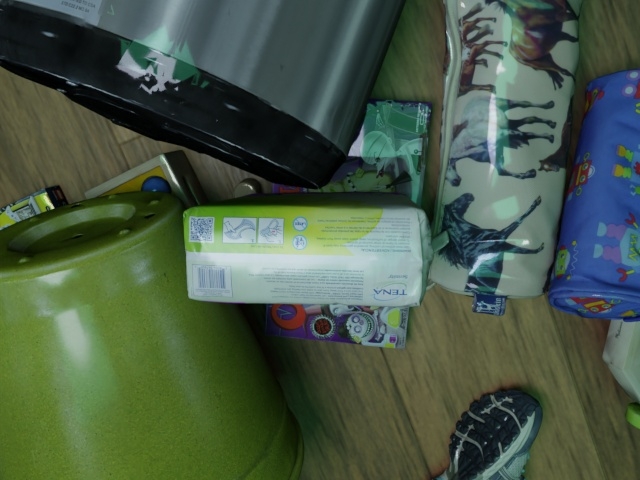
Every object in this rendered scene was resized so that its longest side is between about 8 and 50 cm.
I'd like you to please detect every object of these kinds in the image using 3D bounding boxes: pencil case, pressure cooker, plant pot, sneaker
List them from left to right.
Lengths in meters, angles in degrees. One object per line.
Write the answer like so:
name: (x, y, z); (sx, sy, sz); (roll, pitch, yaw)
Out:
plant pot: (-0.230, 0.140, 0.693); (0.366, 0.366, 0.353); (-8, 111, 7)
pressure cooker: (-0.078, -0.295, 0.584); (0.369, 0.375, 0.421); (20, 91, -18)
sneaker: (0.250, 0.346, 0.874); (0.122, 0.110, 0.283); (23, 106, -19)
pencil case: (0.214, -0.123, 0.727); (0.183, 0.160, 0.411); (-4, 104, -23)
pencil case: (0.360, -0.053, 0.698); (0.133, 0.119, 0.306); (17, 77, -2)

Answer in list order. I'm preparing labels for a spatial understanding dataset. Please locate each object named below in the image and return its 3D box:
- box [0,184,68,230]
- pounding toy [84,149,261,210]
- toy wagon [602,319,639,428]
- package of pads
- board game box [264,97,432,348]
box: (-0.416, 0.055, 0.883); (0.159, 0.044, 0.233); (-21, 100, 9)
pounding toy: (-0.185, -0.032, 0.819); (0.206, 0.094, 0.181); (-24, 99, 10)
toy wagon: (0.538, 0.118, 0.777); (0.344, 0.068, 0.267); (3, 104, -17)
package of pads: (0.000, 0.000, 0.660); (0.229, 0.296, 0.101); (1, 98, 5)
board game box: (0.034, -0.025, 0.828); (0.208, 0.056, 0.347); (5, 103, 8)
